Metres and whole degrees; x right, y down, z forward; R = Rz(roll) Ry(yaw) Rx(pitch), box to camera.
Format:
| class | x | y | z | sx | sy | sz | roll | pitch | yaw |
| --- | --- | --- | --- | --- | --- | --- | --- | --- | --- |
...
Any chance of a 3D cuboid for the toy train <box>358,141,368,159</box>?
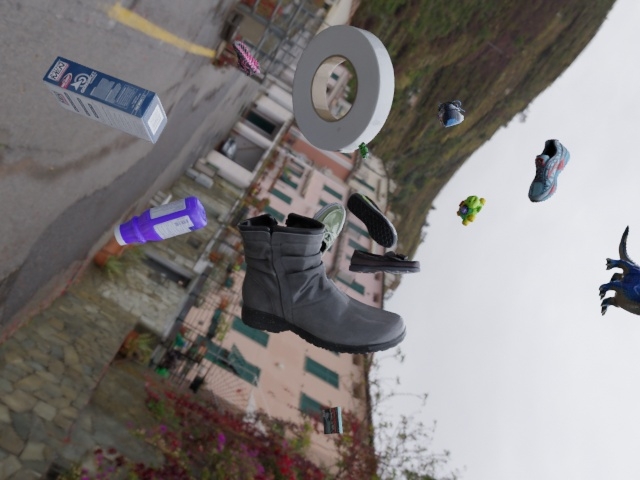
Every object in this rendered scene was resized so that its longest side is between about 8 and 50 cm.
| class | x | y | z | sx | sy | sz | roll | pitch | yaw |
| --- | --- | --- | --- | --- | --- | --- | --- | --- | --- |
| toy train | 0.125 | -0.257 | 1.687 | 0.024 | 0.017 | 0.083 | -42 | -151 | 20 |

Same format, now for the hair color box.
| class | x | y | z | sx | sy | sz | roll | pitch | yaw |
| --- | --- | --- | --- | --- | --- | --- | --- | --- | --- |
| hair color box | -0.685 | -0.450 | 1.896 | 0.174 | 0.347 | 0.105 | 99 | 13 | -71 |

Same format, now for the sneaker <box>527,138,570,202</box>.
| class | x | y | z | sx | sy | sz | roll | pitch | yaw |
| --- | --- | --- | --- | --- | --- | --- | --- | --- | --- |
| sneaker | 0.819 | -0.262 | 2.177 | 0.104 | 0.125 | 0.262 | 6 | -119 | 52 |

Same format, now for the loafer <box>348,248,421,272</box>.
| class | x | y | z | sx | sy | sz | roll | pitch | yaw |
| --- | --- | --- | --- | --- | --- | --- | --- | --- | --- |
| loafer | 0.235 | 0.074 | 2.203 | 0.303 | 0.109 | 0.095 | -2 | -102 | 38 |

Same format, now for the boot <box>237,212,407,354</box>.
| class | x | y | z | sx | sy | sz | roll | pitch | yaw |
| --- | --- | --- | --- | --- | --- | --- | --- | --- | --- |
| boot | -0.003 | 0.073 | 1.085 | 0.118 | 0.338 | 0.222 | -49 | 145 | -65 |

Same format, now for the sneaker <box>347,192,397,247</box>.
| class | x | y | z | sx | sy | sz | roll | pitch | yaw |
| --- | --- | --- | --- | --- | --- | --- | --- | --- | --- |
| sneaker | 0.187 | -0.077 | 1.941 | 0.097 | 0.234 | 0.084 | -9 | 145 | -51 |

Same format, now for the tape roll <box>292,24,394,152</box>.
| class | x | y | z | sx | sy | sz | roll | pitch | yaw |
| --- | --- | --- | --- | --- | --- | --- | --- | --- | --- |
| tape roll | 0.062 | -0.473 | 1.861 | 0.072 | 0.392 | 0.392 | -6 | 144 | -45 |

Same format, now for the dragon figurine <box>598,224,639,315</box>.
| class | x | y | z | sx | sy | sz | roll | pitch | yaw |
| --- | --- | --- | --- | --- | --- | --- | --- | --- | --- |
| dragon figurine | 0.643 | 0.086 | 1.168 | 0.144 | 0.085 | 0.289 | 4 | -142 | 35 |

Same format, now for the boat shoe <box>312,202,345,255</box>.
| class | x | y | z | sx | sy | sz | roll | pitch | yaw |
| --- | --- | --- | --- | --- | --- | --- | --- | --- | --- |
| boat shoe | 0.000 | 0.000 | 1.925 | 0.302 | 0.109 | 0.094 | -55 | -153 | -19 |

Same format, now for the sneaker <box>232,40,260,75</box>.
| class | x | y | z | sx | sy | sz | roll | pitch | yaw |
| --- | --- | --- | --- | --- | --- | --- | --- | --- | --- |
| sneaker | -0.228 | -0.531 | 1.732 | 0.057 | 0.119 | 0.047 | -17 | -134 | 25 |

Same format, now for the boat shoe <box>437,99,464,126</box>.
| class | x | y | z | sx | sy | sz | roll | pitch | yaw |
| --- | --- | --- | --- | --- | --- | --- | --- | --- | --- |
| boat shoe | 0.498 | -0.489 | 2.235 | 0.109 | 0.089 | 0.258 | -16 | -169 | 7 |

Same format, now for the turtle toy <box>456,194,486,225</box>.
| class | x | y | z | sx | sy | sz | roll | pitch | yaw |
| --- | --- | --- | --- | --- | --- | --- | --- | --- | --- |
| turtle toy | 0.490 | -0.109 | 1.926 | 0.095 | 0.066 | 0.130 | -55 | 179 | -15 |

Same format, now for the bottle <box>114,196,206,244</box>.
| class | x | y | z | sx | sy | sz | roll | pitch | yaw |
| --- | --- | --- | --- | --- | --- | --- | --- | --- | --- |
| bottle | -0.513 | -0.055 | 1.885 | 0.118 | 0.283 | 0.092 | 69 | 4 | -64 |

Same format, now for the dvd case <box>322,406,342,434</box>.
| class | x | y | z | sx | sy | sz | roll | pitch | yaw |
| --- | --- | --- | --- | --- | --- | --- | --- | --- | --- |
| dvd case | 0.040 | 0.618 | 2.021 | 0.119 | 0.013 | 0.087 | -36 | -126 | 56 |
